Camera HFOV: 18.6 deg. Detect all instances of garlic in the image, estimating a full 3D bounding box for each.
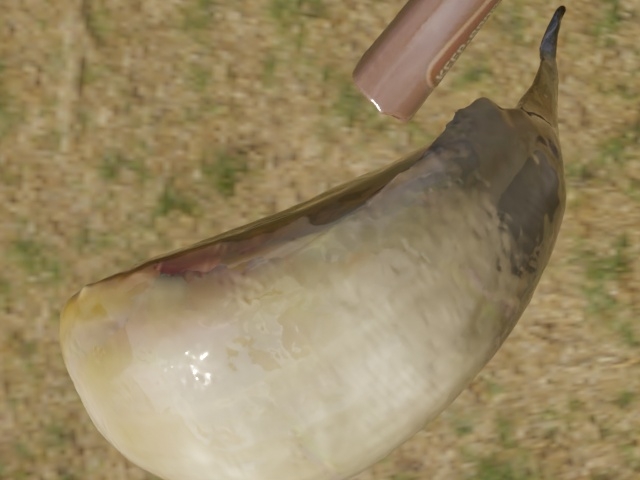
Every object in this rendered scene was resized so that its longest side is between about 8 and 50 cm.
[{"bbox_3d":[0.013,0.001,1.025,0.338,0.151,0.196,-34,37,6],"label":"garlic"}]

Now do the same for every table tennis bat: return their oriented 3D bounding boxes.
[{"bbox_3d":[0.024,-0.129,0.479,0.119,0.107,0.170,37,110,-2],"label":"table tennis bat"}]
